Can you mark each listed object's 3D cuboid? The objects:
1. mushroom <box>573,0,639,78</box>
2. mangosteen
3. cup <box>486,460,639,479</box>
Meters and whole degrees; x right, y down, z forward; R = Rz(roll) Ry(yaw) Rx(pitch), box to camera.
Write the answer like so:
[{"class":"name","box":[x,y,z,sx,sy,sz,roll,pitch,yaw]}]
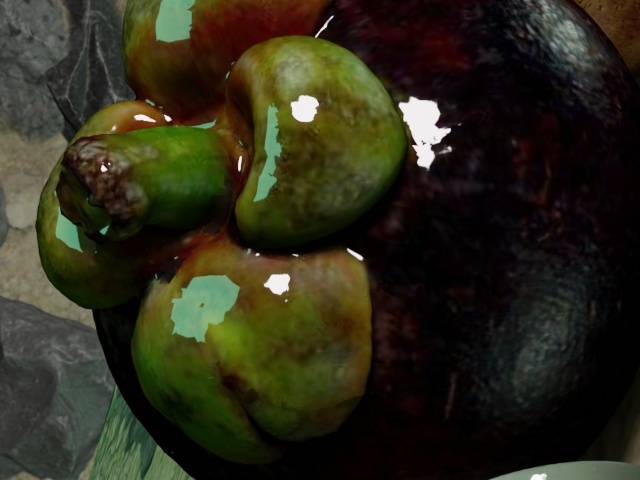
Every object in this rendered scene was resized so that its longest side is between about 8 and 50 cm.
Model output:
[{"class":"mushroom","box":[0.150,-0.141,0.926,0.127,0.087,0.127,-15,71,51]},{"class":"mangosteen","box":[0.008,0.003,0.851,0.300,0.300,0.300,-165,90,-76]},{"class":"cup","box":[0.100,0.171,0.716,0.120,0.120,0.141,127,140,-57]}]
